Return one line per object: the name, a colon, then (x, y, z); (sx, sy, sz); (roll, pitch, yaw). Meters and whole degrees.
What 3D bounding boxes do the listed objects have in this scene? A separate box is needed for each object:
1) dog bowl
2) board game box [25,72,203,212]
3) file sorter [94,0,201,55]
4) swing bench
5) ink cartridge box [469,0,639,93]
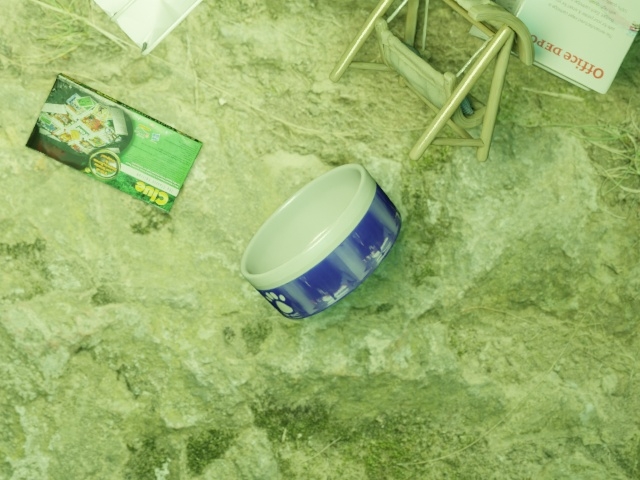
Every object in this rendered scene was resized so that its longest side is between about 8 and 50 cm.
dog bowl: (0.000, 0.000, 1.641); (0.265, 0.265, 0.104); (-40, 110, 6)
board game box: (-0.342, -0.160, 1.669); (0.259, 0.030, 0.136); (26, 100, -15)
file sorter: (-0.297, -0.443, 1.511); (0.193, 0.173, 0.278); (-43, 107, 6)
swing bench: (0.176, -0.292, 1.529); (0.165, 0.253, 0.255); (-3, 129, -36)
ink cartridge box: (0.402, -0.405, 1.604); (0.198, 0.197, 0.270); (23, 102, -14)
